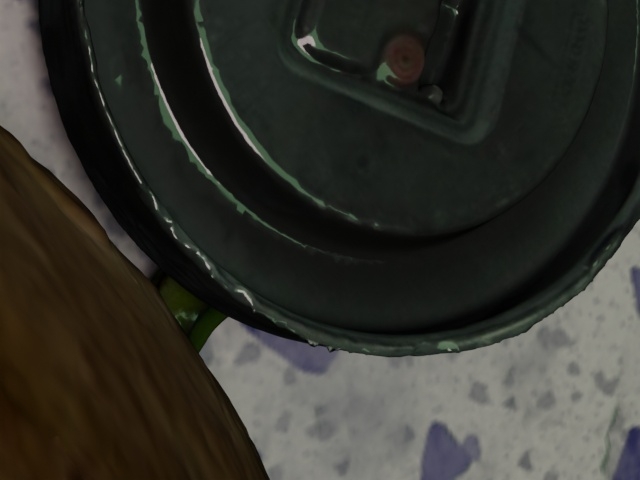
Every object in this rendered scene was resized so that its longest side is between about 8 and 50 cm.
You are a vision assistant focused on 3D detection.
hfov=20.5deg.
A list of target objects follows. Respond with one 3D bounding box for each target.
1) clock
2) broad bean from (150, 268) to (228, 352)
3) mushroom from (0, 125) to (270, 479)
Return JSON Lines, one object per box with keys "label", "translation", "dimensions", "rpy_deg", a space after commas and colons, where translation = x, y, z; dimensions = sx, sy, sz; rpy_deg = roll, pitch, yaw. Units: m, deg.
{"label": "clock", "translation": [0.022, -0.093, 0.691], "dimensions": [0.281, 0.055, 0.280], "rpy_deg": [1, 87, -29]}
{"label": "broad bean", "translation": [-0.003, -0.004, 0.730], "dimensions": [0.227, 0.039, 0.069], "rpy_deg": [-39, 111, -22]}
{"label": "mushroom", "translation": [-0.091, 0.147, 0.542], "dimensions": [0.224, 0.313, 0.397], "rpy_deg": [-41, 127, 1]}
